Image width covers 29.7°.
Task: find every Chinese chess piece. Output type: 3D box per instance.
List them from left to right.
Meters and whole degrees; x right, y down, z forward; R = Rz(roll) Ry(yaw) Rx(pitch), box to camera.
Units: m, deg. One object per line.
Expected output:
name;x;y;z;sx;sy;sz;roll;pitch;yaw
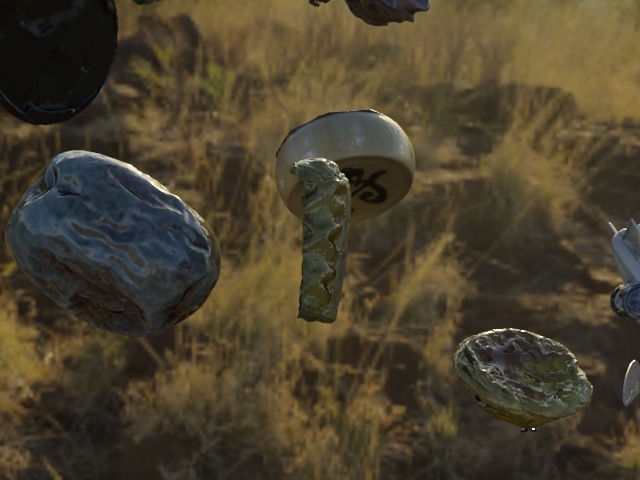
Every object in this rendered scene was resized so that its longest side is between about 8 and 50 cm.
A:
Chinese chess piece;0.045;-0.129;2.199;0.257;0.257;0.104;-4;61;-15

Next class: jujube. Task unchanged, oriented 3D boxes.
jujube;-0.291;0.007;1.766;0.308;0.246;0.215;38;47;-19

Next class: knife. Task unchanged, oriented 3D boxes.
knife;0.513;0.220;1.943;0.032;0.058;0.244;-9;-2;28

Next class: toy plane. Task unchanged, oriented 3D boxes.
toy plane;0.407;0.088;1.384;0.101;0.255;0.251;-33;-2;2

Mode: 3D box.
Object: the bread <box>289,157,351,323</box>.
bread;0.000;0.000;1.691;0.088;0.232;0.128;0;-7;2

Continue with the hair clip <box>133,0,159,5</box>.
hair clip;-0.209;-0.384;1.731;0.124;0.052;0.195;-32;11;18

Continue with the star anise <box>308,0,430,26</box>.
star anise;0.002;-0.284;1.162;0.229;0.093;0.236;32;3;44

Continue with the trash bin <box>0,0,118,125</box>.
trash bin;-0.402;-0.254;1.431;0.301;0.203;0.252;14;7;40

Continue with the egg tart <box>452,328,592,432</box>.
egg tart;0.178;0.129;1.093;0.130;0.052;0.130;8;30;-5
